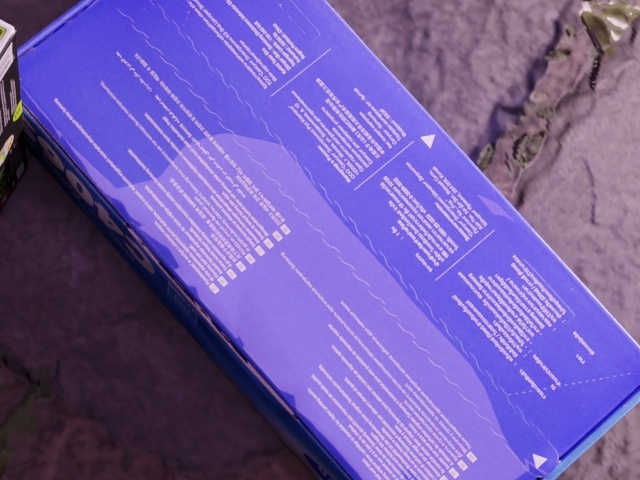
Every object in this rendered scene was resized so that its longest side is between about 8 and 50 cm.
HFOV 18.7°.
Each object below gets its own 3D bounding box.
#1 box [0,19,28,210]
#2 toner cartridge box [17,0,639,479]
[{"bbox_3d":[-0.203,-0.079,0.955,0.114,0.207,0.036,28,73,1],"label":"box"},{"bbox_3d":[0.000,0.000,1.029,0.165,0.075,0.348,-39,83,-14],"label":"toner cartridge box"}]
